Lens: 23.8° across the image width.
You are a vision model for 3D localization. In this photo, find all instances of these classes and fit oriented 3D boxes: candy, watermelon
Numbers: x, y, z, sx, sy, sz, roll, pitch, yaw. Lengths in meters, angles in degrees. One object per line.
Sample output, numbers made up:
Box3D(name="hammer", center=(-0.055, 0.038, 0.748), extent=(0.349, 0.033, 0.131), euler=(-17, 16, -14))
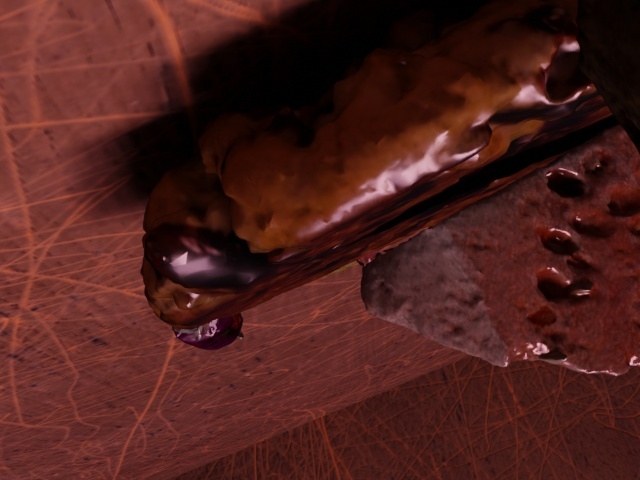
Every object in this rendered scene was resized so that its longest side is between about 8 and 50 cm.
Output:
Box3D(name="candy", center=(-0.084, 0.060, 1.148), extent=(0.043, 0.045, 0.175), euler=(-18, 171, 5))
Box3D(name="watermelon", center=(0.136, 0.010, 0.764), extent=(0.241, 0.154, 0.094), euler=(-9, 165, -29))

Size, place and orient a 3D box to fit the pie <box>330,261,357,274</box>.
Box3D(name="pie", center=(0.000, 0.016, 1.179), extent=(0.085, 0.017, 0.085), euler=(-20, 169, -4))

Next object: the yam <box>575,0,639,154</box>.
Box3D(name="yam", center=(0.249, -0.111, 0.549), extent=(0.300, 0.195, 0.195), euler=(-16, 168, -30))

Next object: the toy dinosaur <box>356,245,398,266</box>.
Box3D(name="toy dinosaur", center=(0.000, 0.001, 1.067), extent=(0.220, 0.032, 0.108), euler=(-4, 165, -34))

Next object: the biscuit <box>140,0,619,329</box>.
Box3D(name="biscuit", center=(0.035, -0.045, 0.769), extent=(0.289, 0.081, 0.334), euler=(-24, 174, -1))
